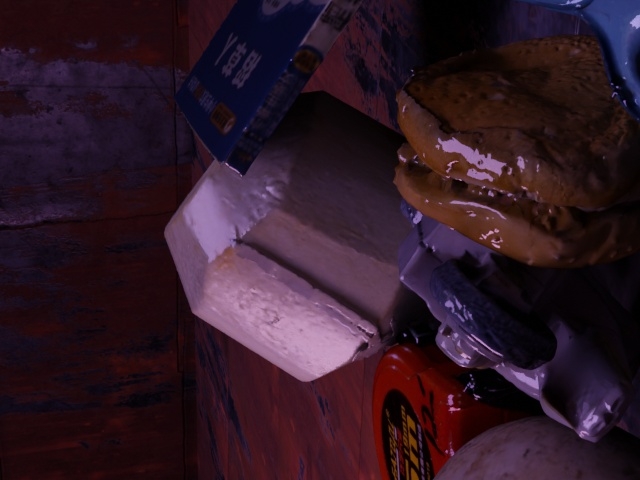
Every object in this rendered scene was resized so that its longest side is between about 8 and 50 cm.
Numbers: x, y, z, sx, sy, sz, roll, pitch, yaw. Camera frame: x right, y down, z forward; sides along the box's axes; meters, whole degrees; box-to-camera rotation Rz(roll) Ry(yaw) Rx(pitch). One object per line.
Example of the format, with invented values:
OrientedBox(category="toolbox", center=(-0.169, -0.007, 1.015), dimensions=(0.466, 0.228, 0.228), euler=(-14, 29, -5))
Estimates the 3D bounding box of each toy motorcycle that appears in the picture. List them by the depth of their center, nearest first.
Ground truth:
OrientedBox(category="toy motorcycle", center=(0.155, 0.052, 0.951), dimensions=(0.108, 0.223, 0.340), euler=(-52, 7, 11))

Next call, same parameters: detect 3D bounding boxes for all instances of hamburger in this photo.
OrientedBox(category="hamburger", center=(0.160, -0.068, 0.867), dimensions=(0.213, 0.214, 0.108), euler=(-118, 26, -56))

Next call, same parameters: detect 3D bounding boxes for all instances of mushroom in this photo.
OrientedBox(category="mushroom", center=(0.194, 0.226, 0.940), dimensions=(0.254, 0.195, 0.188), euler=(23, 99, 44))

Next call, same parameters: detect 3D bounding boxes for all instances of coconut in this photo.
OrientedBox(category="coconut", center=(0.000, 0.000, 1.382), dimensions=(0.323, 0.323, 0.322), euler=(174, 90, -76))

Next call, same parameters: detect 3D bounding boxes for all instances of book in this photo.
OrientedBox(category="book", center=(0.001, -0.279, 1.270), dimensions=(0.428, 0.039, 0.300), euler=(-55, 23, 6))

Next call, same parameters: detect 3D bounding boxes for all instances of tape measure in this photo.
OrientedBox(category="tape measure", center=(0.138, 0.201, 1.248), dimensions=(0.260, 0.114, 0.253), euler=(-140, 43, -67))

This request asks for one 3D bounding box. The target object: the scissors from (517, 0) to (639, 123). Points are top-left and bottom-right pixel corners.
OrientedBox(category="scissors", center=(0.176, -0.170, 0.834), dimensions=(0.393, 0.032, 0.180), euler=(23, 95, 52))
